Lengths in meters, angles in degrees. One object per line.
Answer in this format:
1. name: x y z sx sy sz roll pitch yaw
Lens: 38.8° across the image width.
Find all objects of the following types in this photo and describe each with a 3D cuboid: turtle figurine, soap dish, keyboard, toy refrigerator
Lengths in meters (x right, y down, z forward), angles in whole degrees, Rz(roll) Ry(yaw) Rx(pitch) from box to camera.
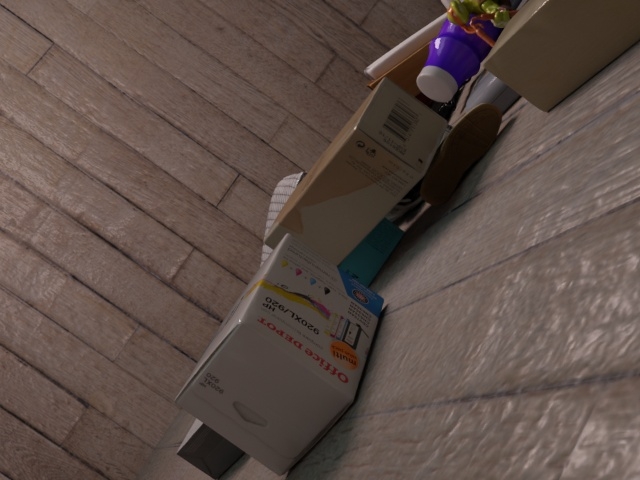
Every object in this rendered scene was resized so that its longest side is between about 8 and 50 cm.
1. turtle figurine: 0.277 -0.394 1.402 0.217 0.087 0.270 -40 46 9
2. soap dish: 0.241 -0.418 2.083 0.290 0.118 0.229 -35 8 6
3. keyboard: 0.241 -0.244 1.846 0.202 0.033 0.317 -59 2 41
4. toy refrigerator: 0.299 -0.257 1.011 0.094 0.102 0.269 -57 5 -24

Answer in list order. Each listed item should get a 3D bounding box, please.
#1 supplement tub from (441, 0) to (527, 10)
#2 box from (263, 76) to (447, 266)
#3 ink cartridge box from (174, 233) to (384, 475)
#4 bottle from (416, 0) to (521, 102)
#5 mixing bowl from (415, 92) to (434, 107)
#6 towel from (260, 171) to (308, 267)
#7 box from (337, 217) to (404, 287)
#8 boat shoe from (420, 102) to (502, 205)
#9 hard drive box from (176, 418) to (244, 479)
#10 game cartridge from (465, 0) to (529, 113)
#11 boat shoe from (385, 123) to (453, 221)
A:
1. supplement tub: 0.343 -0.557 1.812 0.228 0.228 0.316 -52 5 23
2. box: 0.048 -0.085 1.400 0.311 0.121 0.148 -48 10 45
3. ink cartridge box: -0.046 0.143 1.181 0.168 0.171 0.233 -52 7 30
4. bottle: 0.255 -0.355 1.508 0.283 0.092 0.118 -57 1 -20
5. mixing bowl: 0.227 -0.356 2.294 0.181 0.098 0.181 -53 6 8
6. towel: -0.031 0.016 1.748 0.235 0.121 0.284 -171 89 -76
7. box: 0.039 0.069 1.497 0.244 0.060 0.100 -55 5 -5
8. boat shoe: 0.199 -0.132 1.322 0.170 0.063 0.059 -54 11 20
9. hard drive box: -0.137 0.276 1.604 0.181 0.089 0.232 -49 8 43
10. game cartridge: 0.333 -0.324 1.410 0.297 0.062 0.198 -59 3 -39
11. boat shoe: 0.133 -0.089 1.518 0.267 0.096 0.088 -37 12 42
